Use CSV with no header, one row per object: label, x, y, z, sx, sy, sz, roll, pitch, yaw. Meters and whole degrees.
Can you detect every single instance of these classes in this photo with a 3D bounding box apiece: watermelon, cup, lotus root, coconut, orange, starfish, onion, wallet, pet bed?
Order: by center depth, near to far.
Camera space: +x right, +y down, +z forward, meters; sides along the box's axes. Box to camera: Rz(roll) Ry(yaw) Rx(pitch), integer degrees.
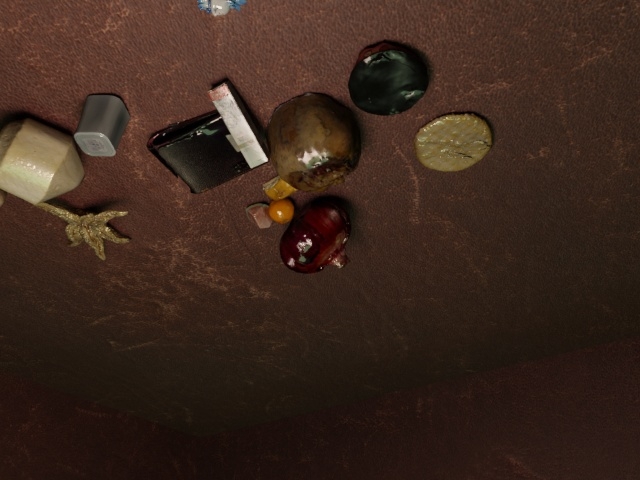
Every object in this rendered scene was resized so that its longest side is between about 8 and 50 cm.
pet bed,0.160,-0.376,1.344,0.201,0.053,0.201,0,144,0
cup,-0.536,-0.275,1.405,0.095,0.129,0.128,3,149,6
coconut,-0.720,-0.197,1.449,0.222,0.202,0.202,26,137,-25
lotus root,-0.013,-0.224,1.459,0.272,0.192,0.272,-7,145,-5
wallet,-0.296,-0.235,1.522,0.262,0.071,0.221,-20,141,14
onion,0.000,0.000,1.709,0.219,0.252,0.252,40,146,15
orange,-0.118,-0.091,1.717,0.084,0.083,0.083,-1,145,-1
watermelon,-0.193,-0.074,1.750,0.092,0.072,0.084,-22,123,33
starfish,-0.707,-0.039,1.772,0.302,0.084,0.293,2,149,1

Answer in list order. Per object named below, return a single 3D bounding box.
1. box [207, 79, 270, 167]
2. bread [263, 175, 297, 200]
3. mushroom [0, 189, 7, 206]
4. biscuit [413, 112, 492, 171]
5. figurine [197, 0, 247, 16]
box,-0.198,-0.285,1.398,0.055,0.039,0.218,-22,117,16
bread,-0.110,-0.156,1.650,0.106,0.053,0.072,-24,136,37
mushroom,-0.918,-0.174,1.501,0.204,0.204,0.204,-1,145,-1
biscuit,0.359,-0.262,1.531,0.220,0.033,0.219,0,144,0
figurine,-0.194,-0.493,1.142,0.114,0.079,0.114,0,171,0
